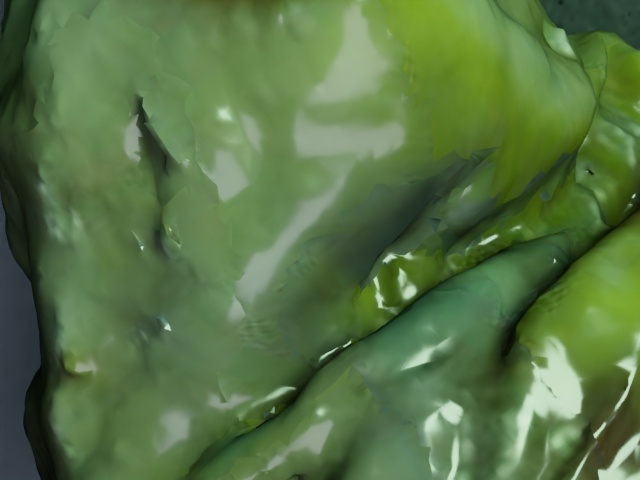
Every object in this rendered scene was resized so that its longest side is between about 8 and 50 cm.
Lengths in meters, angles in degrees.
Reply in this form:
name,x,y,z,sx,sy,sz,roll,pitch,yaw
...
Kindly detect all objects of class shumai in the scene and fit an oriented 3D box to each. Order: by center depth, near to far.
name,x,y,z,sx,sy,sz,roll,pitch,yaw
shumai,0.000,0.000,0.561,0.304,0.309,0.263,-30,101,40
